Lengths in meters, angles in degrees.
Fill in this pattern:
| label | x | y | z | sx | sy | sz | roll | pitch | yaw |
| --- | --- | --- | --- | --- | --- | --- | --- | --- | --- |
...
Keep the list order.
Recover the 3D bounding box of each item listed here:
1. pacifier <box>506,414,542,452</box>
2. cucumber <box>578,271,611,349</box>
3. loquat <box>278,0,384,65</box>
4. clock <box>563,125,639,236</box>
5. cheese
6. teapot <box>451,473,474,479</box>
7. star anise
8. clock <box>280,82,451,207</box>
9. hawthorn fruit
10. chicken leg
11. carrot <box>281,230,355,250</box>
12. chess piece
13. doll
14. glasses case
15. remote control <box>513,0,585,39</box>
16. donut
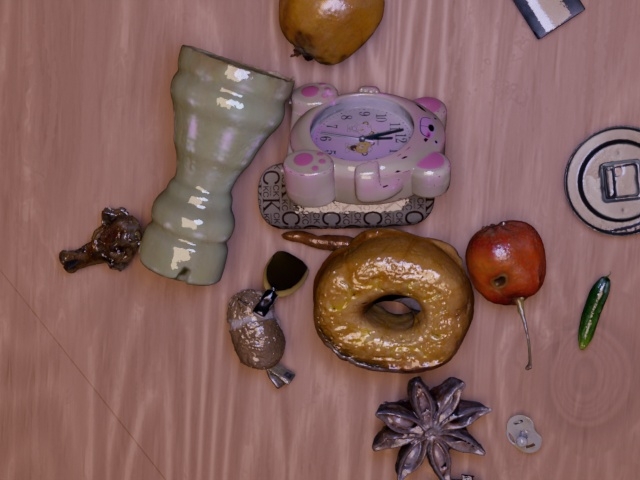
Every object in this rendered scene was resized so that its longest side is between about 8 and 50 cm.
| label | x | y | z | sx | sy | sz | roll | pitch | yaw |
| --- | --- | --- | --- | --- | --- | --- | --- | --- | --- |
| pacifier | 0.404 | 0.396 | 1.809 | 0.068 | 0.064 | 0.083 | -26 | 91 | 27 |
| cucumber | 0.540 | 0.136 | 1.778 | 0.039 | 0.039 | 0.168 | 16 | 99 | 6 |
| loquat | 0.019 | -0.443 | 1.732 | 0.187 | 0.176 | 0.234 | 42 | 96 | 19 |
| clock | 0.582 | -0.115 | 1.747 | 0.215 | 0.042 | 0.215 | 1 | 95 | 8 |
| cheese | -0.088 | 0.094 | 1.809 | 0.086 | 0.162 | 0.036 | 31 | 140 | 1 |
| teapot | 0.296 | 0.525 | 1.828 | 0.177 | 0.087 | 0.096 | 4 | 86 | 7 |
| star anise | 0.215 | 0.367 | 1.812 | 0.236 | 0.109 | 0.223 | 4 | 109 | -9 |
| clock | 0.088 | -0.182 | 1.708 | 0.309 | 0.284 | 0.114 | 0 | 135 | 4 |
| hawthorn fruit | 0.381 | 0.100 | 1.727 | 0.165 | 0.165 | 0.285 | -21 | 82 | 9 |
| chicken leg | -0.453 | 0.015 | 1.888 | 0.196 | 0.080 | 0.125 | -43 | 79 | 17 |
| carrot | 0.000 | 0.002 | 1.841 | 0.165 | 0.035 | 0.035 | 7 | 96 | 9 |
| chess piece | -0.221 | -0.141 | 1.770 | 0.234 | 0.234 | 0.442 | 19 | 101 | 6 |
| doll | -0.128 | 0.205 | 1.845 | 0.105 | 0.115 | 0.221 | -13 | 102 | 14 |
| glasses case | 0.050 | -0.092 | 1.798 | 0.355 | 0.085 | 0.137 | -2 | 92 | 8 |
| remote control | 0.365 | -0.575 | 1.732 | 0.107 | 0.044 | 0.377 | -33 | 91 | 5 |
| donut | 0.143 | 0.126 | 1.766 | 0.317 | 0.150 | 0.299 | -29 | 101 | 14 |
